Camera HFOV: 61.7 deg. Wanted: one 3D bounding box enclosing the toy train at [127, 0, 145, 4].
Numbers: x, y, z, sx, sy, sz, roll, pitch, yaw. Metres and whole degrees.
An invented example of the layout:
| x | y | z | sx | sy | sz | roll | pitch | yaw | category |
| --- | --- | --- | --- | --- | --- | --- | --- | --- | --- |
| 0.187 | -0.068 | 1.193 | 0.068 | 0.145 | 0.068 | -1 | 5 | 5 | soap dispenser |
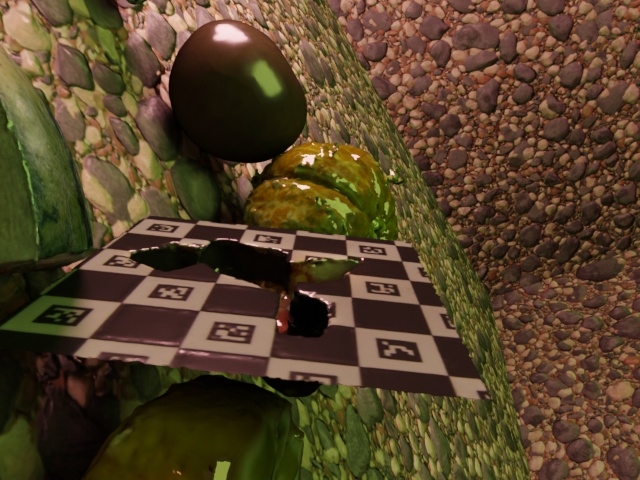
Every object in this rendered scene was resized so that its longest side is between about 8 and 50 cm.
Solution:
| x | y | z | sx | sy | sz | roll | pitch | yaw | category |
| --- | --- | --- | --- | --- | --- | --- | --- | --- | --- |
| -0.294 | -0.473 | 0.743 | 0.296 | 0.160 | 0.100 | 60 | 32 | -9 | toy train |

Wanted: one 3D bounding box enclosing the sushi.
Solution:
| x | y | z | sx | sy | sz | roll | pitch | yaw | category |
| --- | --- | --- | --- | --- | --- | --- | --- | --- | --- |
| -0.058 | 0.063 | 0.521 | 0.359 | 0.342 | 0.064 | -88 | -176 | -74 | sushi |

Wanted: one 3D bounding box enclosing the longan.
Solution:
| x | y | z | sx | sy | sz | roll | pitch | yaw | category |
| --- | --- | --- | --- | --- | --- | --- | --- | --- | --- |
| -0.126 | -0.217 | 0.816 | 0.220 | 0.196 | 0.197 | 53 | 25 | -25 | longan |

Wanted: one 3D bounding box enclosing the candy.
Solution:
| x | y | z | sx | sy | sz | roll | pitch | yaw | category |
| --- | --- | --- | --- | --- | --- | --- | --- | --- | --- |
| -0.097 | 0.236 | 0.421 | 0.260 | 0.117 | 0.260 | -47 | 144 | -50 | candy |

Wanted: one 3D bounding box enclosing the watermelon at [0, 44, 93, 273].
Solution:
| x | y | z | sx | sy | sz | roll | pitch | yaw | category |
| --- | --- | --- | --- | --- | --- | --- | --- | --- | --- |
| -0.289 | -0.042 | 0.391 | 0.213 | 0.201 | 0.261 | 65 | -21 | -1 | watermelon |

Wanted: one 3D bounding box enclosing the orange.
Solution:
| x | y | z | sx | sy | sz | roll | pitch | yaw | category |
| --- | --- | --- | --- | --- | --- | --- | --- | --- | --- |
| 0.000 | 0.000 | 0.844 | 0.300 | 0.223 | 0.302 | -7 | 96 | -54 | orange |
